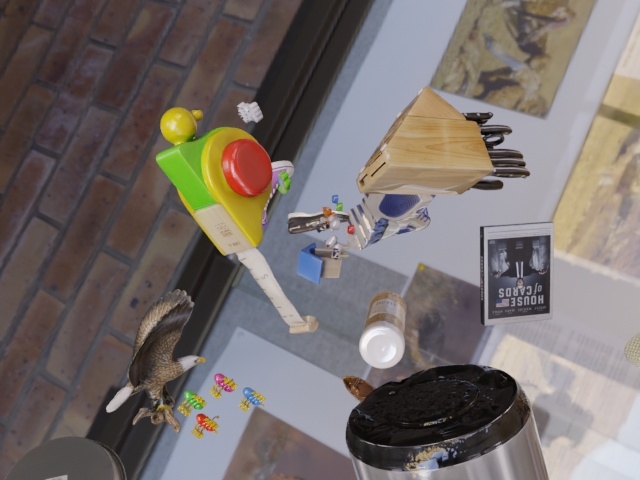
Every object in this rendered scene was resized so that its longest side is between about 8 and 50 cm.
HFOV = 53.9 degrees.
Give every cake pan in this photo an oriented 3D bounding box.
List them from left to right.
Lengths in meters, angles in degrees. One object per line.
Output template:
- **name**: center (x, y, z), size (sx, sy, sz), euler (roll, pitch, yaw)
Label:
- **cake pan**: center (-0.603, 0.579, 1.456), size (0.293, 0.293, 0.054), euler (-46, 150, -39)

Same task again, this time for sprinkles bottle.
- **sprinkles bottle**: center (0.188, 0.250, 1.829), size (0.355, 0.121, 0.121), euler (-52, 159, -76)

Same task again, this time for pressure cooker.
- **pressure cooker**: center (0.272, 0.497, 1.229), size (0.376, 0.370, 0.420), euler (-19, 99, -17)

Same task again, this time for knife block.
- **knife block**: center (0.217, -0.120, 1.028), size (0.088, 0.242, 0.275), euler (-45, -171, 52)

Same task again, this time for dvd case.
- **dvd case**: center (0.467, 0.078, 1.498), size (0.029, 0.179, 0.238), euler (-144, -129, -77)

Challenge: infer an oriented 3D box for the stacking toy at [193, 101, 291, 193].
- **stacking toy**: center (-0.155, -0.142, 1.237), size (0.167, 0.052, 0.221), euler (-45, 126, -32)

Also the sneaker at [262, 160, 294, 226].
- **sneaker**: center (-0.169, -0.121, 1.813), size (0.282, 0.161, 0.102), euler (-28, 173, -31)

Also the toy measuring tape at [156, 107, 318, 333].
- **toy measuring tape**: center (-0.083, -0.031, 0.791), size (0.121, 0.121, 0.330), euler (-51, 119, -33)

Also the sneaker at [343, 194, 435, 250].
- **sneaker**: center (0.195, -0.090, 1.496), size (0.182, 0.127, 0.315), euler (-16, 165, -29)

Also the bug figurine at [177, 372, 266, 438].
- **bug figurine**: center (-0.329, 0.533, 2.076), size (0.279, 0.072, 0.216), euler (-30, 124, 9)

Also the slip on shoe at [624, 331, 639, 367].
- **slip on shoe**: center (0.942, 0.260, 1.577), size (0.101, 0.331, 0.123), euler (54, 25, -39)

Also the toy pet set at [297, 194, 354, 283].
- **toy pet set**: center (0.000, 0.000, 0.993), size (0.122, 0.065, 0.114), euler (-113, -151, -60)

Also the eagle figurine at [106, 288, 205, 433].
- **eagle figurine**: center (-0.383, 0.278, 1.513), size (0.225, 0.226, 0.298), euler (-15, 103, -59)

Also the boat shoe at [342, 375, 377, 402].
- **boat shoe**: center (0.122, 0.467, 1.987), size (0.060, 0.178, 0.064), euler (45, 73, -18)

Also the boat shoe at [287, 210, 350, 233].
- **boat shoe**: center (-0.004, -0.033, 1.168), size (0.046, 0.125, 0.038), euler (33, 57, -66)
